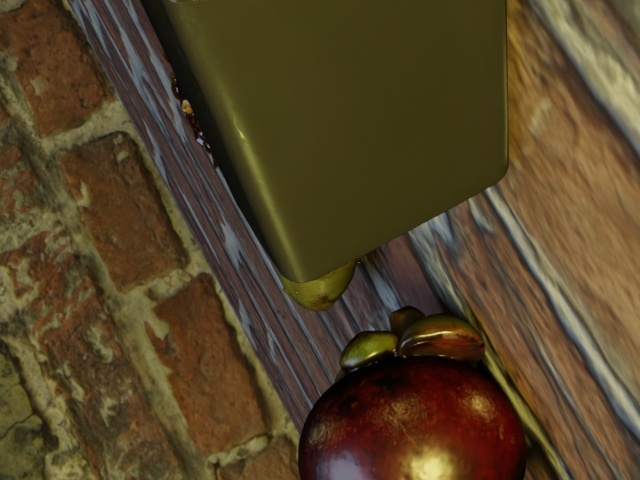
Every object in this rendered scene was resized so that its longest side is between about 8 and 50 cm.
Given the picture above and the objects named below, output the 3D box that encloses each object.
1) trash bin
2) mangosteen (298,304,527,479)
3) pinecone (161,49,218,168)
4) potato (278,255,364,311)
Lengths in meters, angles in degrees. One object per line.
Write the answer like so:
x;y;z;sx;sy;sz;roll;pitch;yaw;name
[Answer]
0.008;-0.100;0.634;0.115;0.165;0.225;54;169;38;trash bin
0.069;0.143;0.962;0.200;0.199;0.200;60;169;19;mangosteen
-0.057;-0.126;0.995;0.140;0.120;0.140;158;90;-78;pinecone
0.000;0.000;1.149;0.188;0.085;0.105;93;171;-63;potato
